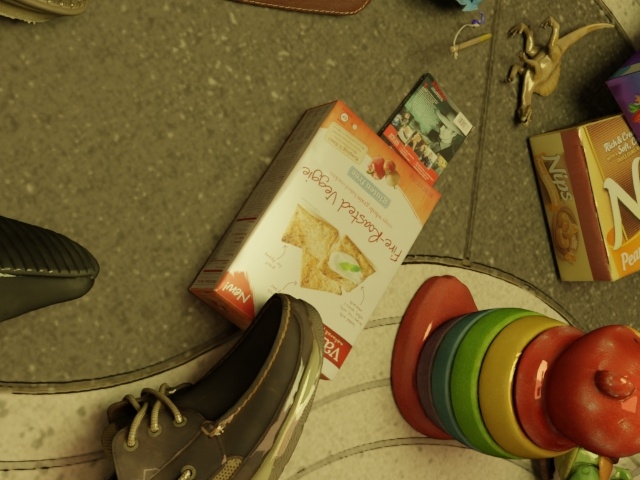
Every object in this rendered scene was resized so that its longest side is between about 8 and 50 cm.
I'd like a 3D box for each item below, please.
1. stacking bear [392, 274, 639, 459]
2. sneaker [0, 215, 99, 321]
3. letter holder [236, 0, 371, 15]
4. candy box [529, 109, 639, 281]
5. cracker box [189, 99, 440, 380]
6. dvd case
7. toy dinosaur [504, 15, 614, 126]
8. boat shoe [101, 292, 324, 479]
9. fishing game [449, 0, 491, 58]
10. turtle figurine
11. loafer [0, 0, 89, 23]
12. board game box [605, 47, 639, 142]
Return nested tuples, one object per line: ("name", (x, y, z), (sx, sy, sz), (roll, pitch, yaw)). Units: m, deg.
("stacking bear", (0.214, 0.139, 0.920), (0.175, 0.289, 0.164), (45, 68, -22))
("sneaker", (-0.337, 0.057, 0.712), (0.331, 0.122, 0.146), (-2, 114, -32))
("letter holder", (-0.060, -0.350, 0.874), (0.302, 0.214, 0.152), (4, 55, -30))
("candy box", (0.417, -0.078, 1.162), (0.316, 0.087, 0.183), (-17, 96, -30))
("cracker box", (0.000, 0.000, 0.928), (0.156, 0.067, 0.232), (40, 70, -23))
("dvd case", (0.112, -0.113, 1.029), (0.087, 0.013, 0.119), (45, 69, -22))
("toy dinosaur", (0.268, -0.221, 1.113), (0.183, 0.053, 0.092), (-51, 128, -14))
("boat shoe", (-0.124, 0.190, 0.791), (0.130, 0.132, 0.355), (34, 82, -17))
("fishing game", (0.147, -0.340, 1.009), (0.189, 0.041, 0.264), (-41, 126, -56))
("turtle figurine", (0.349, 0.285, 1.050), (0.275, 0.198, 0.266), (34, 76, -21))
("loafer", (-0.307, -0.245, 0.743), (0.268, 0.092, 0.102), (16, 70, -46))
("board game box", (0.512, -0.115, 1.124), (0.233, 0.078, 0.347), (-43, 107, -26))
